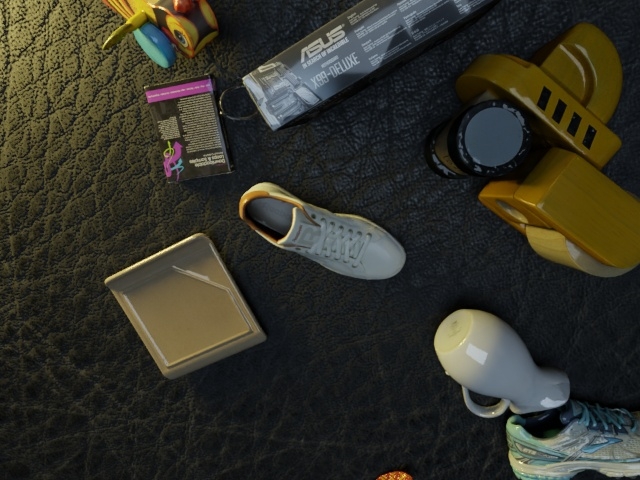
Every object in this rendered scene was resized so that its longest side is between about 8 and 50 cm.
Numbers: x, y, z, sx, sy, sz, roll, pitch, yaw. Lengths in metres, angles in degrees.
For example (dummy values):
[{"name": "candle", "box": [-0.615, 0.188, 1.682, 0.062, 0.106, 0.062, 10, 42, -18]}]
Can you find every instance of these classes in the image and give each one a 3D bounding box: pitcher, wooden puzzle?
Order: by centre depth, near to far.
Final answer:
[{"name": "pitcher", "box": [0.276, 0.219, 0.819, 0.207, 0.125, 0.178, 36, 123, -15]}, {"name": "wooden puzzle", "box": [-0.244, 0.125, 0.898, 0.221, 0.044, 0.238, -25, 105, 13]}]

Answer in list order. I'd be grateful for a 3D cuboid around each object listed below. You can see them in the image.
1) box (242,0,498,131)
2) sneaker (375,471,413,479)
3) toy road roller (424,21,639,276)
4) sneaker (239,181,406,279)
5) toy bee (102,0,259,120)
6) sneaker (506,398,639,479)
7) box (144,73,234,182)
[{"name": "box", "box": [0.070, -0.255, 0.643, 0.308, 0.242, 0.076, -27, 100, 15]}, {"name": "sneaker", "box": [0.126, 0.512, 0.951, 0.068, 0.064, 0.175, 30, 113, -22]}, {"name": "toy road roller", "box": [0.326, -0.131, 0.670, 0.330, 0.202, 0.240, 39, 95, -3]}, {"name": "sneaker", "box": [0.000, 0.000, 0.786, 0.290, 0.123, 0.105, 21, 105, 0]}, {"name": "toy bee", "box": [-0.202, -0.330, 0.697, 0.299, 0.162, 0.195, 20, 74, -5]}, {"name": "sneaker", "box": [0.456, 0.325, 0.823, 0.283, 0.110, 0.122, -19, 99, 12]}, {"name": "box", "box": [-0.216, -0.184, 0.812, 0.116, 0.029, 0.161, -7, 103, 10]}]
